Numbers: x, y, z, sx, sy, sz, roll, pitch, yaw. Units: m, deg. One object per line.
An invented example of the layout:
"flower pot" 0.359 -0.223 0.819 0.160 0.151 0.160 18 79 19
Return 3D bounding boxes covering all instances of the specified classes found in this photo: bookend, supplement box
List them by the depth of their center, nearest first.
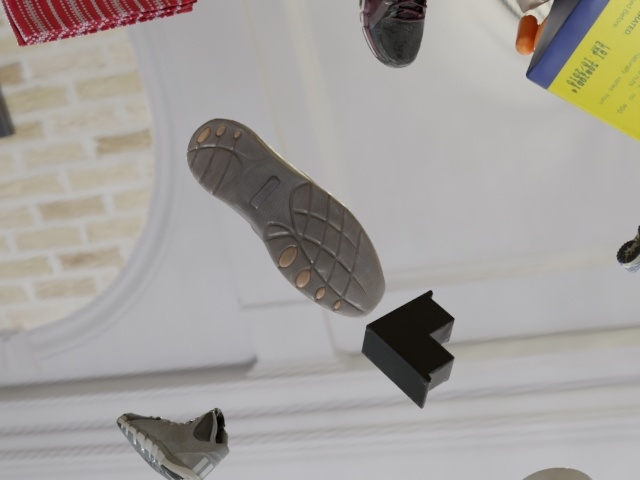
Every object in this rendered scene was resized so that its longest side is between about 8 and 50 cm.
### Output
"supplement box" 0.423 -0.193 1.068 0.357 0.194 0.195 30 -135 -1
"bookend" 0.182 0.184 1.825 0.157 0.072 0.156 -27 -128 -32

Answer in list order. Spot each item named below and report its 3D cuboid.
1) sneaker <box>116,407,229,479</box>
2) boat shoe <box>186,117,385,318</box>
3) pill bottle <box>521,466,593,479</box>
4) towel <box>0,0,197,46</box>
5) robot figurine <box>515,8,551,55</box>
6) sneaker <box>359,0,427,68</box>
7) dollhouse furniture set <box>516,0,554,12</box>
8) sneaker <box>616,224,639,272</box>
"sneaker" -0.217 0.304 1.662 0.132 0.086 0.229 -42 -140 -20
"boat shoe" -0.034 -0.034 1.383 0.123 0.324 0.116 -42 175 7
"pill bottle" 0.273 0.364 1.132 0.131 0.131 0.229 -12 -143 6
"towel" -0.332 -0.394 1.520 0.275 0.198 0.031 -19 171 -26
"robot figurine" 0.342 -0.258 1.359 0.158 0.128 0.219 -26 -169 27
"sneaker" 0.134 -0.398 1.613 0.106 0.281 0.162 -10 -163 -20
"dollhouse furniture set" 0.360 -0.439 1.422 0.242 0.161 0.212 -25 -176 32
"sneaker" 0.581 0.003 1.867 0.135 0.058 0.052 -42 -137 -1
